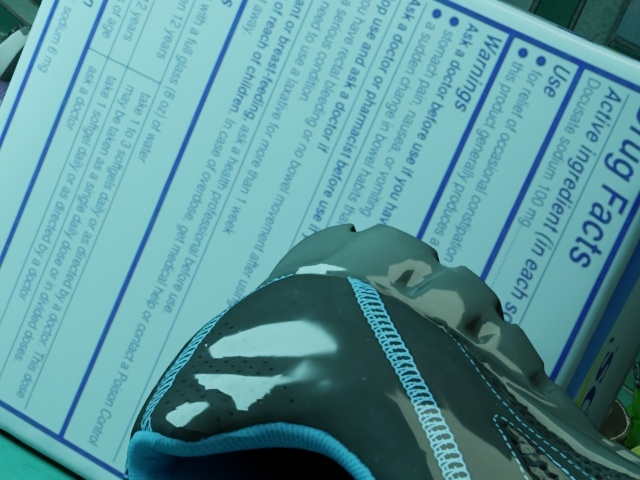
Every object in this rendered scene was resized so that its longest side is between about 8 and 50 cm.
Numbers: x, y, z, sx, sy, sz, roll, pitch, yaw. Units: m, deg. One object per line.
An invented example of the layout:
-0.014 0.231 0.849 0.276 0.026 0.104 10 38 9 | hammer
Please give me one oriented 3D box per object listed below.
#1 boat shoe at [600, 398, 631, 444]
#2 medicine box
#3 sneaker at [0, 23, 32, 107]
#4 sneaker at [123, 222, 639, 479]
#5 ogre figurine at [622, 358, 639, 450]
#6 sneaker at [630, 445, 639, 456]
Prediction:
0.153 0.113 1.025 0.183 0.066 0.066 5 52 -46 | boat shoe
0.000 0.000 0.721 0.289 0.263 0.149 27 11 17 | medicine box
-0.219 -0.076 1.178 0.124 0.107 0.283 38 12 -8 | sneaker
0.088 0.130 0.528 0.341 0.125 0.140 30 38 20 | sneaker
0.275 0.123 1.160 0.097 0.118 0.197 23 7 18 | ogre figurine
0.222 0.151 0.951 0.081 0.094 0.208 23 8 0 | sneaker
